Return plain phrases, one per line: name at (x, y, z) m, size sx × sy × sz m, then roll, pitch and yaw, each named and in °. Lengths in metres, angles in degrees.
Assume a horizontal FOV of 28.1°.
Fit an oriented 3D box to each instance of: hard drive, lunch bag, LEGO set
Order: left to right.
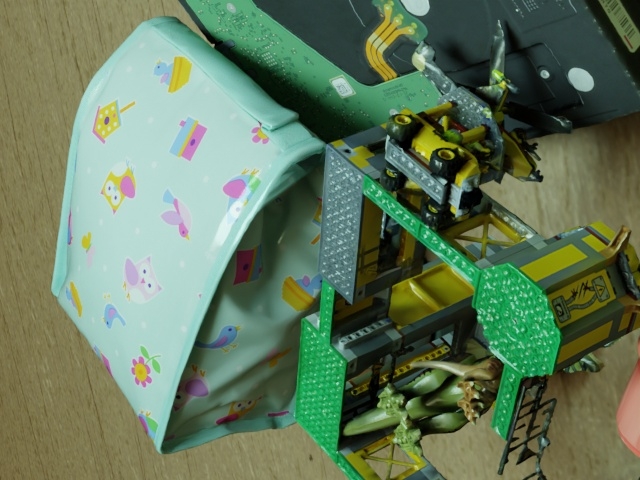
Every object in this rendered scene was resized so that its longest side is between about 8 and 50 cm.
lunch bag at (-0.087, -0.013, 0.966) m, size 0.223 × 0.160 × 0.262 m, roll 45°, pitch 129°, yaw 40°
hard drive at (0.046, -0.162, 0.857) m, size 0.237 × 0.064 × 0.339 m, roll 53°, pitch 148°, yaw -17°
LEGO set at (0.124, 0.052, 0.783) m, size 0.255 × 0.192 × 0.331 m, roll 36°, pitch 138°, yaw 43°

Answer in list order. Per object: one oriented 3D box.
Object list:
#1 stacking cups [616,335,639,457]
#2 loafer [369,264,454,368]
stacking cups at (0.250, -0.001, 0.710) m, size 0.096 × 0.096 × 0.316 m, roll 45°, pitch 139°, yaw 36°
loafer at (0.000, 0.000, 1.034) m, size 0.267 × 0.084 × 0.096 m, roll 48°, pitch 138°, yaw 33°
